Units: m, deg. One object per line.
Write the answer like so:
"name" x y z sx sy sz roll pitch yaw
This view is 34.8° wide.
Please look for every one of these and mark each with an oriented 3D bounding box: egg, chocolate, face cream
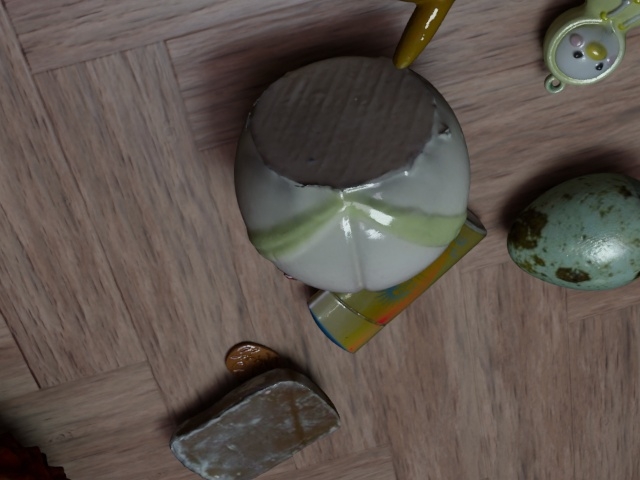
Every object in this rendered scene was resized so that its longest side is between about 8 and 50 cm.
"egg" 0.384 -0.010 1.467 0.231 0.169 0.169 -10 127 5
"chocolate" -0.105 0.282 1.614 0.254 0.080 0.157 -34 125 18
"face cream" 0.103 0.049 1.501 0.285 0.067 0.139 -44 131 18

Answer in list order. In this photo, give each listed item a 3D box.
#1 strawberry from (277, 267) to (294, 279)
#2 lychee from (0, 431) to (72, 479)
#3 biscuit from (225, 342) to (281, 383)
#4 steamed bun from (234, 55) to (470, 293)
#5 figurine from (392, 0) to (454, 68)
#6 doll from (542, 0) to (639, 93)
"strawberry" -0.001 -0.003 1.455 0.152 0.048 0.104 -30 133 19
"lychee" -0.552 0.493 1.450 0.425 0.424 0.500 35 107 -31
"biscuit" -0.106 0.195 1.590 0.091 0.015 0.078 22 117 -26
"steamed bun" 0.043 -0.058 1.281 0.310 0.309 0.309 -7 126 -9
"figurine" 0.030 -0.387 1.054 0.387 0.401 0.268 29 76 -32
"doll" 0.380 -0.301 1.286 0.141 0.117 0.296 19 118 -22
